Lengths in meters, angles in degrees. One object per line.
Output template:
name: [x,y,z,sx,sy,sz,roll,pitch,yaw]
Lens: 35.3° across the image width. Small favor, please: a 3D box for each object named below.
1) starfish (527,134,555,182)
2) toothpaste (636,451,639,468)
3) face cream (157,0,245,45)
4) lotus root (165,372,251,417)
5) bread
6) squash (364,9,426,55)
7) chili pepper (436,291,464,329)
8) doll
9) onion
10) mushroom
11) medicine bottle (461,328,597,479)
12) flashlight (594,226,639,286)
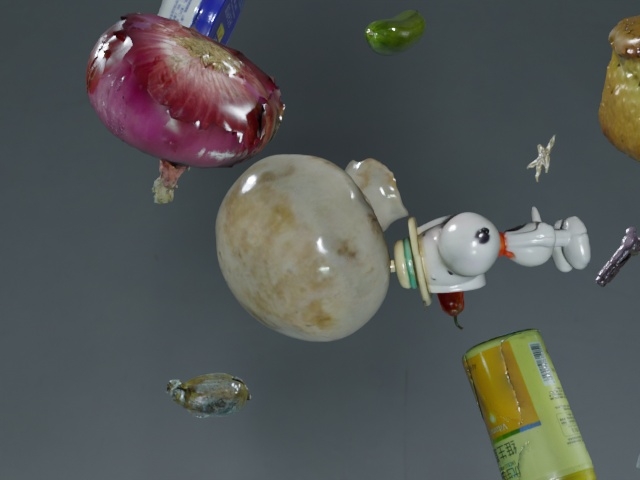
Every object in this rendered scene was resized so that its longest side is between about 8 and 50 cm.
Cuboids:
starfish: [0.417,-0.155,1.875,0.016,0.086,0.092,21,28,-13]
toothpaste: [0.602,0.382,1.864,0.024,0.083,0.015,12,5,-34]
face cream: [-0.220,-0.409,1.817,0.111,0.206,0.206,25,58,2]
lotus root: [-0.205,0.289,1.863,0.165,0.088,0.088,8,49,-33]
bread: [0.600,-0.219,1.492,0.398,0.215,0.398,7,29,-4]
squash: [0.138,-0.370,1.799,0.069,0.069,0.258,23,25,15]
chili pepper: [0.266,0.101,2.084,0.059,0.191,0.050,-18,22,-10]
doll: [0.250,0.025,1.511,0.271,0.208,0.144,0,79,-36]
onion: [-0.108,-0.084,0.735,0.150,0.140,0.150,23,30,-14]
mushroom: [0.000,0.000,1.523,0.290,0.297,0.297,-29,59,-37]
medicine bottle: [0.276,0.244,1.332,0.124,0.124,0.239,-14,71,-9]
flashlight: [0.489,0.031,1.639,0.110,0.031,0.052,-52,38,6]
